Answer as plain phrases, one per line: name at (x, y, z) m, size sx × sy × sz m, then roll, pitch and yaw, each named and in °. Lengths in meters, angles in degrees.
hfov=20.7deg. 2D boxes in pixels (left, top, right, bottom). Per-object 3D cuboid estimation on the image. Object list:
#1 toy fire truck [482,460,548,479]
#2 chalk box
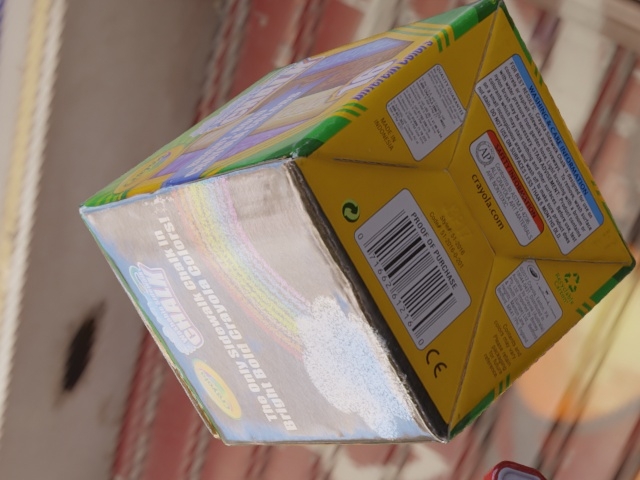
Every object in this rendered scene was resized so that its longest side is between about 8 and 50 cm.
toy fire truck at (0.281, 0.425, 2.007) m, size 0.169 × 0.253 × 0.302 m, roll 132°, pitch 154°, yaw -59°
chalk box at (0.000, 0.000, 0.755) m, size 0.132 × 0.132 × 0.213 m, roll -39°, pitch 17°, yaw -31°
